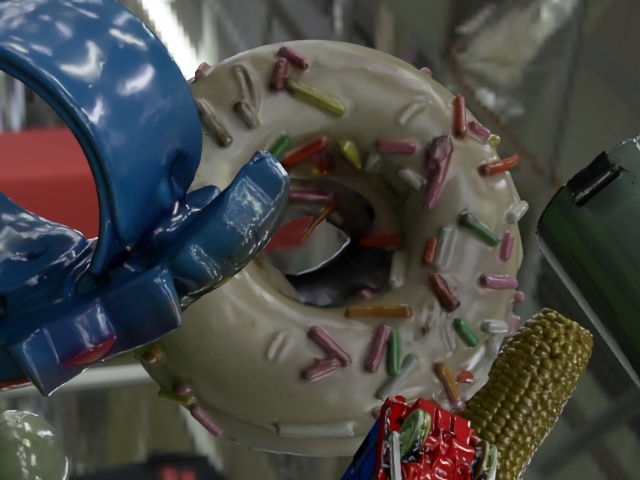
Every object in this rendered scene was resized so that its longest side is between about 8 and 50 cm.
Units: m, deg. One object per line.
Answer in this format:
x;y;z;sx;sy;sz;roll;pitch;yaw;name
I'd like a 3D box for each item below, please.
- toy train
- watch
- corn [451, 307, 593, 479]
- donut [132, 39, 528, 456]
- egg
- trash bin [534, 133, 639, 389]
0.062;0.197;1.252;0.131;0.083;0.204;-58;-170;27;toy train
-0.185;-0.056;1.340;0.305;0.241;0.274;-24;-77;32;watch
0.164;0.182;1.740;0.260;0.091;0.091;-55;-148;-3;corn
0.000;0.000;1.579;0.142;0.382;0.382;120;-38;-73;donut
-0.368;0.269;2.269;0.152;0.114;0.114;65;2;-46;egg
0.393;0.043;2.019;0.217;0.277;0.262;-40;-120;13;trash bin
